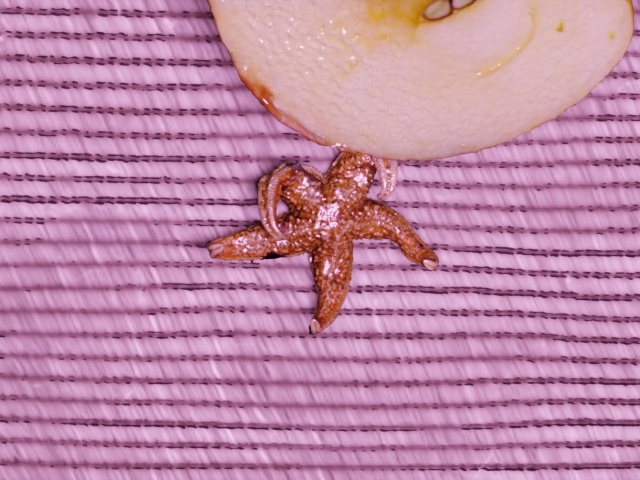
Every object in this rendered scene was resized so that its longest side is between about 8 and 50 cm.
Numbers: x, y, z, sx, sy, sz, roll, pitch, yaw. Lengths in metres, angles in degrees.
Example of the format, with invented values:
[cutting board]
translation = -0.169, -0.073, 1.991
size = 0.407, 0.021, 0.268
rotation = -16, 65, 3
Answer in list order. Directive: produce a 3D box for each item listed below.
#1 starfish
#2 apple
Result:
[starfish]
translation = -0.001, 0.001, 1.638
size = 0.190, 0.074, 0.146
rotation = -17, 100, -4
[apple]
translation = 0.077, -0.199, 1.562
size = 0.346, 0.179, 0.254
rotation = -7, 85, -3
